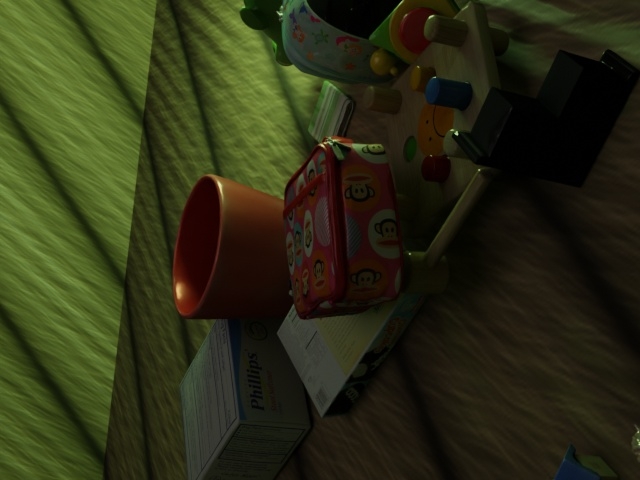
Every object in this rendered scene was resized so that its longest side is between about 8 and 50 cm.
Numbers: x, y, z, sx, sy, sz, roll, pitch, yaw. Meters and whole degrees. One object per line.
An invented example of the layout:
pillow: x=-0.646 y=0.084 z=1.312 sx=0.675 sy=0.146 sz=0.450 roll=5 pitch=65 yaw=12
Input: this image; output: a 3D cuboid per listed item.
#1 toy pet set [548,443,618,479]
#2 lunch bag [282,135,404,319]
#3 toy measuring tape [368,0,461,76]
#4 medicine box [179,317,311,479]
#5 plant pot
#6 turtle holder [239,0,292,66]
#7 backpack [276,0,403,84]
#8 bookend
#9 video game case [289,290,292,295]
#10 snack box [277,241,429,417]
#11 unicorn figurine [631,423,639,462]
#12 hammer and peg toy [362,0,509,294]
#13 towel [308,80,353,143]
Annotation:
toy pet set: x=0.274 y=0.292 z=1.083 sx=0.122 sy=0.065 sz=0.114 roll=52 pitch=128 yaw=59
lunch bag: x=0.026 y=-0.026 z=1.424 sx=0.293 sy=0.120 sz=0.258 roll=139 pitch=128 yaw=-72
toy measuring tape: x=0.202 y=-0.362 z=1.490 sx=0.330 sy=0.121 sz=0.121 roll=-46 pitch=36 yaw=20
medicine box: x=-0.155 y=0.320 z=1.928 sx=0.289 sy=0.149 sz=0.264 roll=-58 pitch=32 yaw=40
plant pot: x=-0.120 y=0.027 z=1.848 sx=0.275 sy=0.243 sz=0.275 roll=-171 pitch=90 yaw=-66
turtle holder: x=-0.019 y=-0.487 z=1.896 sx=0.227 sy=0.243 sz=0.320 roll=-85 pitch=-21 yaw=-49
backpack: x=0.042 y=-0.372 z=1.665 sx=0.254 sy=0.225 sz=0.191 roll=-99 pitch=27 yaw=-43
bookend: x=0.263 y=-0.157 z=1.173 sx=0.072 sy=0.157 sz=0.156 roll=-117 pitch=43 yaw=-54
video game case: x=0.000 y=0.000 z=1.673 sx=0.157 sy=0.019 sz=0.143 roll=-61 pitch=3 yaw=36
snack box: x=0.046 y=0.117 z=1.616 sx=0.187 sy=0.060 sz=0.322 roll=60 pitch=137 yaw=33
unicorn figurine: x=0.349 y=0.219 z=0.949 sx=0.111 sy=0.060 sz=0.162 roll=-46 pitch=41 yaw=51
hammer and peg toy: x=0.181 y=-0.117 z=1.379 sx=0.266 sy=0.127 sz=0.361 roll=-45 pitch=45 yaw=53
towel: x=0.021 y=-0.237 z=1.919 sx=0.152 sy=0.023 sz=0.113 roll=-125 pitch=52 yaw=-61
